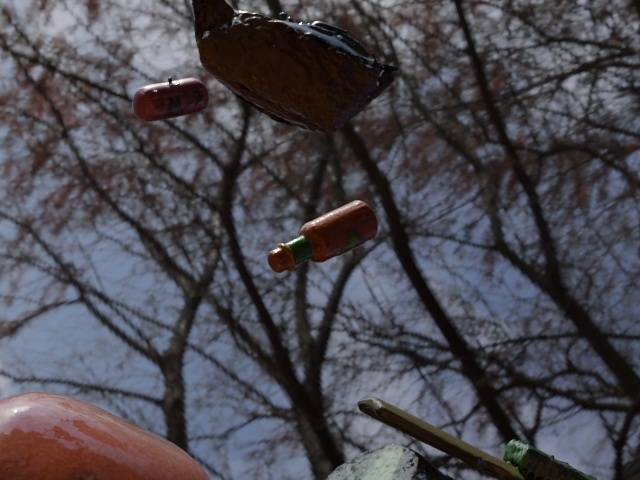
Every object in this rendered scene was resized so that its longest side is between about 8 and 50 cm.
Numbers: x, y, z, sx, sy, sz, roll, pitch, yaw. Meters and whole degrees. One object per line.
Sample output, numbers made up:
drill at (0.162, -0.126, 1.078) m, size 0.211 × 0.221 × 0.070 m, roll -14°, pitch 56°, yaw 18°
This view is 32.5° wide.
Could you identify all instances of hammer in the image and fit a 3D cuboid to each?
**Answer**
hammer at (-0.159, -0.151, 1.168) m, size 0.043 × 0.083 × 0.043 m, roll 27°, pitch -56°, yaw 49°

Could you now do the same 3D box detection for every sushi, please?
sushi at (-0.048, -0.235, 1.433) m, size 0.287 × 0.140 × 0.149 m, roll 25°, pitch -10°, yaw -3°

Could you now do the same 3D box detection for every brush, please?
brush at (0.162, 0.200, 1.026) m, size 0.282 × 0.048 × 0.054 m, roll 27°, pitch -7°, yaw -21°

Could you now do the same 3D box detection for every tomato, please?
tomato at (-0.272, 0.294, 1.121) m, size 0.341 × 0.273 × 0.341 m, roll 17°, pitch -38°, yaw 14°

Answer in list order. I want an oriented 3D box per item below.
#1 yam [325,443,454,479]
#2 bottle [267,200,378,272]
yam at (0.120, 0.321, 0.972) m, size 0.304 × 0.168 × 0.168 m, roll 42°, pitch -43°, yaw 2°
bottle at (0.000, 0.000, 1.675) m, size 0.069 × 0.187 × 0.069 m, roll 35°, pitch -42°, yaw 39°
